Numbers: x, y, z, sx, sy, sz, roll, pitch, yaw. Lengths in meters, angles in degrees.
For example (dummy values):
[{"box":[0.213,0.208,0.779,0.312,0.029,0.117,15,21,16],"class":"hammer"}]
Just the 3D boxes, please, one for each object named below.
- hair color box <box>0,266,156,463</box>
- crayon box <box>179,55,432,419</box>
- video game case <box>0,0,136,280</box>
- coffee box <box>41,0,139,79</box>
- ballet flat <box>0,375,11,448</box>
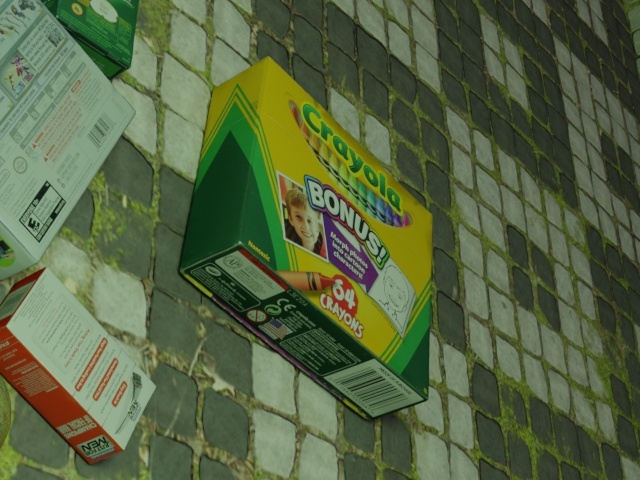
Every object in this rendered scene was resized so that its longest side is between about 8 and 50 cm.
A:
[{"box":[-0.239,0.119,1.176,0.167,0.053,0.093,51,33,-21],"class":"hair color box"},{"box":[0.000,0.000,1.565,0.363,0.106,0.313,41,39,-34],"class":"crayon box"},{"box":[-0.321,-0.136,1.216,0.244,0.061,0.269,52,33,-24],"class":"video game case"},{"box":[-0.261,-0.286,1.427,0.113,0.040,0.184,32,45,-40],"class":"coffee box"},{"box":[-0.336,0.156,0.946,0.348,0.123,0.123,-15,82,-59],"class":"ballet flat"}]
